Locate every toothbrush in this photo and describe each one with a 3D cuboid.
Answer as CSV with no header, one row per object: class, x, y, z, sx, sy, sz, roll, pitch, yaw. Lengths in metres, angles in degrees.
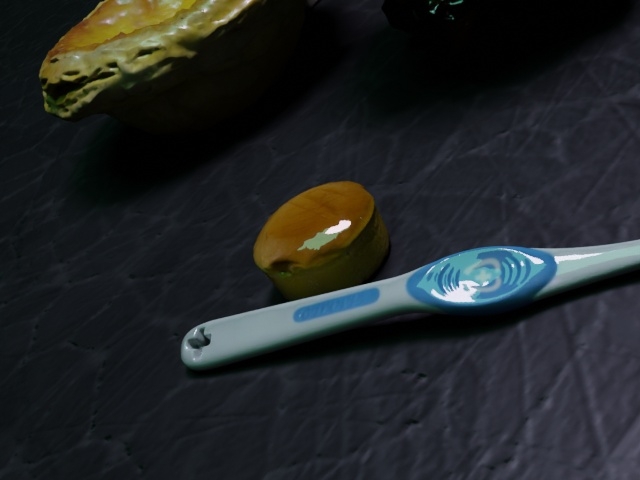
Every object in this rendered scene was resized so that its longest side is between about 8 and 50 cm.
toothbrush,0.078,0.024,0.499,0.386,0.040,0.040,-17,33,31

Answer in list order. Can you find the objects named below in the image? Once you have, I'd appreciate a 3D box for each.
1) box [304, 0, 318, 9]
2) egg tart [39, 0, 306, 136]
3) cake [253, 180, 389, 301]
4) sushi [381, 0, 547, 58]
box,-0.002,-0.382,1.134,0.214,0.069,0.353,4,44,46
egg tart,-0.115,-0.195,0.900,0.319,0.128,0.319,-25,30,15
cake,0.000,0.000,0.589,0.084,0.044,0.084,-23,30,14
sushi,0.096,-0.255,0.695,0.215,0.227,0.212,-21,38,28
